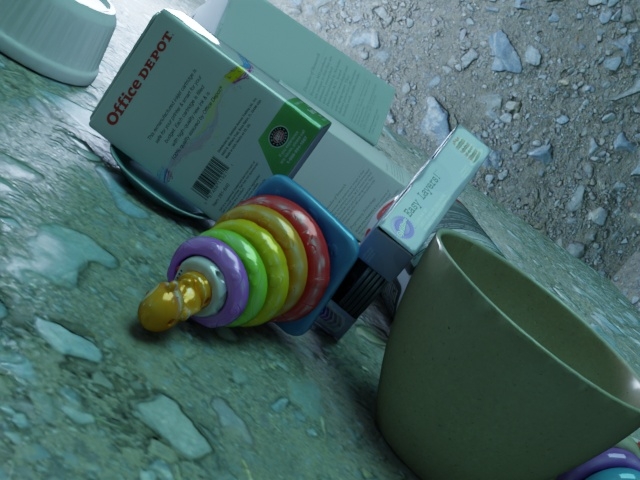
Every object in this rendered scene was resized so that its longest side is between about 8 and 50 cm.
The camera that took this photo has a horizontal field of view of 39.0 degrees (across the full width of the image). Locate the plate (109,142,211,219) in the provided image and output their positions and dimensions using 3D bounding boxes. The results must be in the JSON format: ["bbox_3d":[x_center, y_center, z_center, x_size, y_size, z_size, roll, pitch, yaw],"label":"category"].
[{"bbox_3d":[-0.230,-0.083,1.318,0.188,0.024,0.188,35,16,-12],"label":"plate"}]

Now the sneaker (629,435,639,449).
[{"bbox_3d":[0.449,0.333,1.473,0.276,0.098,0.135,16,28,-50],"label":"sneaker"}]

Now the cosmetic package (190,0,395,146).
[{"bbox_3d":[-0.082,-0.369,2.046,0.453,0.161,0.230,29,-19,-27],"label":"cosmetic package"}]

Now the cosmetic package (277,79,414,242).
[{"bbox_3d":[0.021,-0.153,1.831,0.365,0.155,0.197,34,15,-8],"label":"cosmetic package"}]

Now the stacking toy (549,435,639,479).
[{"bbox_3d":[0.406,0.401,1.158,0.141,0.141,0.330,30,23,-25],"label":"stacking toy"}]

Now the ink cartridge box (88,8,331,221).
[{"bbox_3d":[-0.156,-0.169,1.300,0.278,0.201,0.117,37,14,0],"label":"ink cartridge box"}]

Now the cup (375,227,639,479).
[{"bbox_3d":[0.205,0.179,1.118,0.331,0.237,0.331,34,16,-11],"label":"cup"}]

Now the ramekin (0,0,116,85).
[{"bbox_3d":[-0.460,-0.382,1.481,0.273,0.127,0.273,34,16,-11],"label":"ramekin"}]

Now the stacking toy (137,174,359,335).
[{"bbox_3d":[-0.109,0.044,1.039,0.166,0.175,0.302,41,29,15],"label":"stacking toy"}]

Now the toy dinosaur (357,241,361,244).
[{"bbox_3d":[0.000,0.000,1.418,0.211,0.112,0.064,27,19,-31],"label":"toy dinosaur"}]

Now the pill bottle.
[{"bbox_3d":[0.206,0.076,1.473,0.210,0.210,0.363,30,17,-24],"label":"pill bottle"}]

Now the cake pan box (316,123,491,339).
[{"bbox_3d":[0.106,-0.009,1.262,0.070,0.246,0.267,38,49,4],"label":"cake pan box"}]
